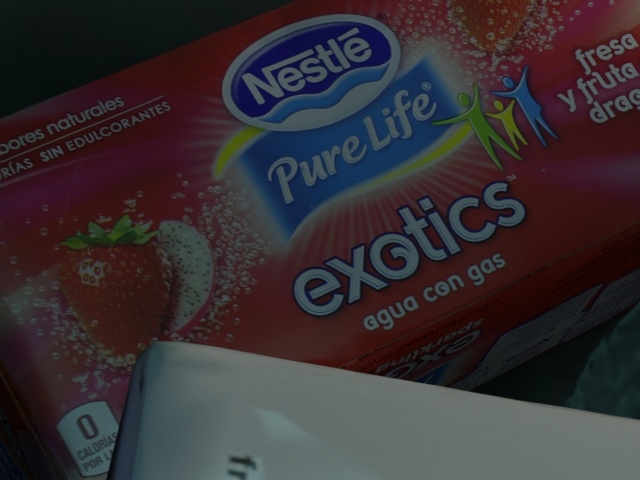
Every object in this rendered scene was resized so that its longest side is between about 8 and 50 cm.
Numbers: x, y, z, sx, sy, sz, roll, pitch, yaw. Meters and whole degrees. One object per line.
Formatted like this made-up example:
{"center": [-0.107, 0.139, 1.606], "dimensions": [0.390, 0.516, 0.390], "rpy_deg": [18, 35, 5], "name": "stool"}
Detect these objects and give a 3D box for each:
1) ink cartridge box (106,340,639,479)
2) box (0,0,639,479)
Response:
{"center": [0.123, 0.177, 0.455], "dimensions": [0.394, 0.285, 0.166], "rpy_deg": [10, 65, -7], "name": "ink cartridge box"}
{"center": [0.000, 0.000, 0.595], "dimensions": [0.256, 0.128, 0.123], "rpy_deg": [-25, 72, -20], "name": "box"}
